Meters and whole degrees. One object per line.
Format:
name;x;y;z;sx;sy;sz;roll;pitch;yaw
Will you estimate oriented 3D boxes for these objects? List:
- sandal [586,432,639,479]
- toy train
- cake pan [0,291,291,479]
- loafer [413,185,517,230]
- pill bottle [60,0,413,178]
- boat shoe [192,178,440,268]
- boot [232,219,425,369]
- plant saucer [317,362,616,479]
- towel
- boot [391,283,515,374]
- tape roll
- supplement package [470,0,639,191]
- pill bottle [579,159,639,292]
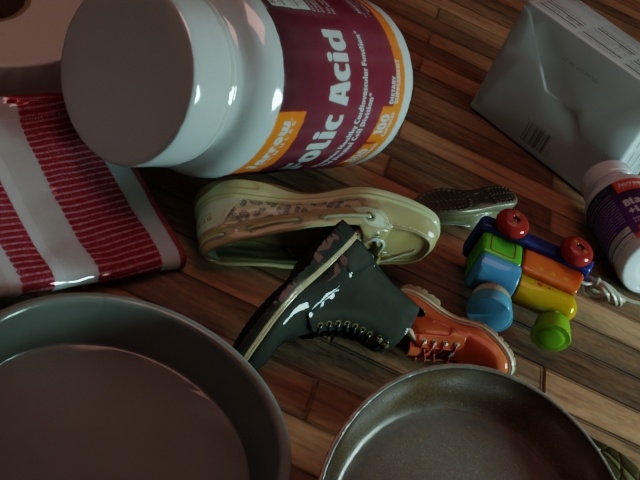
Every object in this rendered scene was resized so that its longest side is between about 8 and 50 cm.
sandal;0.271;0.234;1.084;0.072;0.049;0.180;-1;27;-43
toy train;0.288;0.075;1.264;0.248;0.105;0.143;23;44;-6
cake pan;-0.168;0.162;0.871;0.293;0.054;0.293;18;35;-13
loafer;0.190;-0.037;1.388;0.148;0.050;0.056;-4;39;-15
pill bottle;-0.083;-0.185;1.193;0.224;0.224;0.392;43;28;23
boat shoe;0.000;0.000;1.172;0.285;0.104;0.089;3;47;-13
boot;0.012;0.089;1.054;0.137;0.077;0.198;45;64;-5
plant saucer;0.124;0.256;0.857;0.311;0.050;0.310;11;65;-23
towel;-0.306;-0.050;1.025;0.329;0.037;0.237;-8;59;-47
boot;0.131;0.115;1.140;0.158;0.059;0.085;29;36;18
tape roll;-0.462;-0.292;1.265;0.392;0.072;0.392;18;35;-13
supplement package;0.409;-0.227;1.647;0.262;0.204;0.145;43;38;23
pill bottle;0.439;-0.026;1.485;0.108;0.108;0.193;11;37;-22
